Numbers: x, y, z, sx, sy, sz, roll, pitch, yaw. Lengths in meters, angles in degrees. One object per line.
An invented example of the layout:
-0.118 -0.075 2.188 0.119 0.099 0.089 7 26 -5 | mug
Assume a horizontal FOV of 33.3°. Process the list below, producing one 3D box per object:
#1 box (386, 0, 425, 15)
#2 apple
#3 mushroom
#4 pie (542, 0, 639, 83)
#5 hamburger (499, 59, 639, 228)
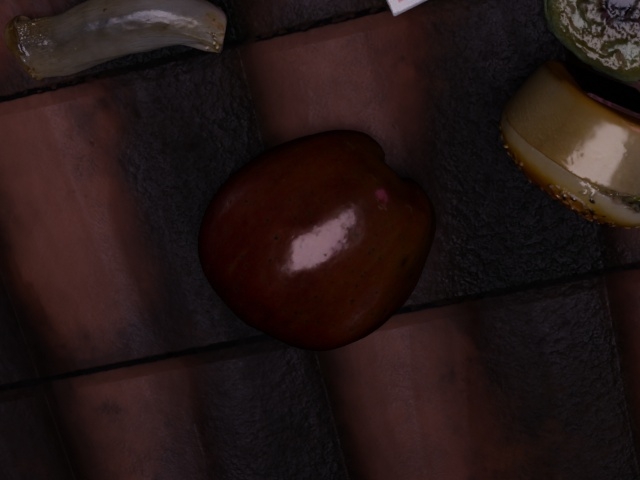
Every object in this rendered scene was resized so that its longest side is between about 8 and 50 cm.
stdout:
0.112 -0.483 1.587 0.135 0.079 0.269 -26 104 12 | box
0.000 0.000 1.735 0.365 0.295 0.329 -43 137 17 | apple
-0.318 -0.326 1.677 0.351 0.095 0.123 -5 127 8 | mushroom
0.479 -0.398 1.587 0.323 0.070 0.323 2 107 6 | pie
0.402 -0.135 1.561 0.300 0.300 0.176 25 115 -3 | hamburger
